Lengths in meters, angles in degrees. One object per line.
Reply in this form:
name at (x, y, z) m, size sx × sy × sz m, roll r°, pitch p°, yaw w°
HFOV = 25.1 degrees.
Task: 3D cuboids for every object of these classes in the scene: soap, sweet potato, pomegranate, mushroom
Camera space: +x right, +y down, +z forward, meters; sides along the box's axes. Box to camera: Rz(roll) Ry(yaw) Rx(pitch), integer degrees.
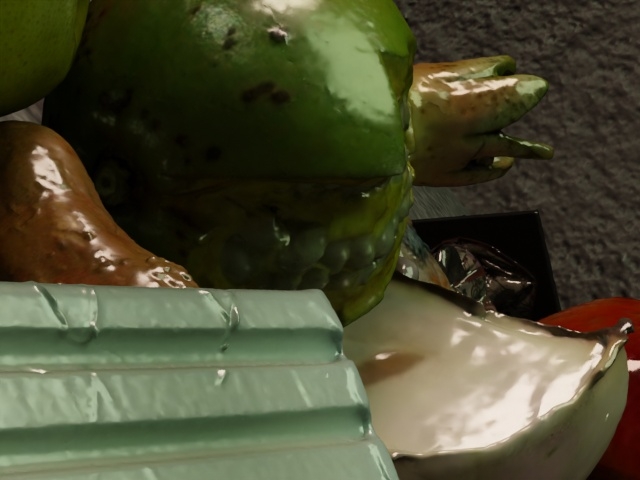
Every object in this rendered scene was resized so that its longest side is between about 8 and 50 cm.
soap at (-0.062, 0.078, 0.466) m, size 0.198 × 0.066 × 0.119 m, roll 5°, pitch 57°, yaw -48°
sweet potato at (-0.064, 0.076, 0.616) m, size 0.354 × 0.095 × 0.106 m, roll 51°, pitch 13°, yaw 18°
pomegranate at (-0.009, -0.063, 0.823) m, size 0.302 × 0.236 × 0.236 m, roll -14°, pitch 56°, yaw -36°
mushroom at (0.046, 0.131, 0.864) m, size 0.236 × 0.173 × 0.162 m, roll 15°, pitch 38°, yaw 27°

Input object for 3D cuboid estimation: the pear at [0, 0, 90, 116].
pear at (-0.213, -0.135, 0.663) m, size 0.216 × 0.166 × 0.180 m, roll 7°, pitch 24°, yaw -7°

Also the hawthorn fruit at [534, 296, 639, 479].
hawthorn fruit at (0.233, 0.185, 1.088) m, size 0.287 × 0.287 × 0.330 m, roll 52°, pitch 24°, yaw 16°

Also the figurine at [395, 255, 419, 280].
figurine at (-0.046, -0.111, 0.981) m, size 0.166 × 0.207 × 0.387 m, roll -78°, pitch 149°, yaw -62°

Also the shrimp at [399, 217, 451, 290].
shrimp at (0.000, 0.000, 1.203) m, size 0.360 × 0.085 × 0.247 m, roll 32°, pitch 27°, yaw -36°

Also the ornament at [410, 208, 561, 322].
ornament at (0.118, 0.075, 1.413) m, size 0.196 × 0.166 × 0.153 m, roll -32°, pitch 112°, yaw -52°
